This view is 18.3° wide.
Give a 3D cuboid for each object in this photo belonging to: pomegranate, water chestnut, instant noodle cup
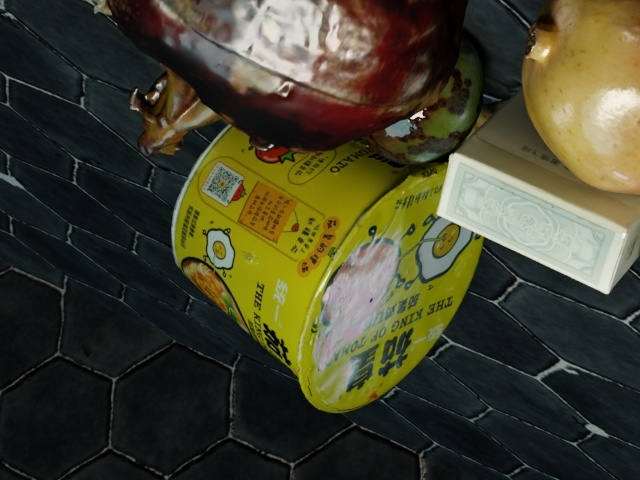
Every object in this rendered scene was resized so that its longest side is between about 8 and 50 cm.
[{"bbox_3d":[0.250,-0.134,1.599,0.191,0.191,0.191,29,164,9],"label":"pomegranate"},{"bbox_3d":[-0.040,-0.196,1.644,0.335,0.347,0.335,26,-159,-11],"label":"water chestnut"},{"bbox_3d":[0.103,-0.136,1.966,0.148,0.148,0.169,18,158,39],"label":"pomegranate"},{"bbox_3d":[0.000,0.000,2.310,0.254,0.325,0.325,34,168,30],"label":"instant noodle cup"}]

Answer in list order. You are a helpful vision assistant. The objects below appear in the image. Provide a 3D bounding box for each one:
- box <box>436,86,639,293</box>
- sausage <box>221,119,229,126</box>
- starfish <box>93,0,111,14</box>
[{"bbox_3d":[0.232,-0.070,1.728,0.164,0.256,0.069,26,128,18],"label":"box"},{"bbox_3d":[-0.111,-0.182,2.400,0.043,0.043,0.186,29,164,9],"label":"sausage"},{"bbox_3d":[-0.078,-0.238,2.063,0.327,0.094,0.375,10,150,27],"label":"starfish"}]
